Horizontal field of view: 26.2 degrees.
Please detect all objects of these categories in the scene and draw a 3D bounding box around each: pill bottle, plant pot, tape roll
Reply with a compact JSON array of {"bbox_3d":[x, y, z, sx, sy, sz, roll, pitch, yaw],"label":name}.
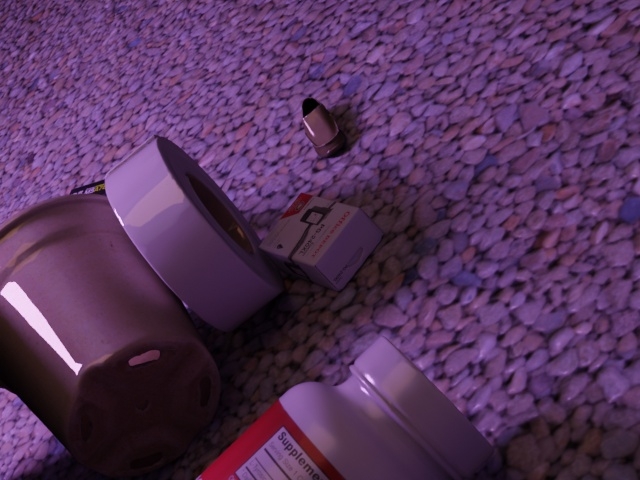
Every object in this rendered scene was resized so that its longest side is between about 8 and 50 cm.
[{"bbox_3d":[-0.020,0.301,1.455,0.407,0.229,0.229,-44,32,-3],"label":"pill bottle"},{"bbox_3d":[-0.300,0.150,1.896,0.334,0.334,0.305,-44,42,-2],"label":"plant pot"},{"bbox_3d":[-0.177,-0.010,1.942,0.100,0.286,0.286,-39,32,8],"label":"tape roll"}]

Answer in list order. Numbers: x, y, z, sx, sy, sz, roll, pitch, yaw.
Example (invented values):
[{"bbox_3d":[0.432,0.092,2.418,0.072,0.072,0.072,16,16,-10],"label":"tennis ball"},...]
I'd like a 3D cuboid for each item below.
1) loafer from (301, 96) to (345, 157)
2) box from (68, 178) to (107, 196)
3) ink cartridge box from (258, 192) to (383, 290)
[{"bbox_3d":[-0.003,-0.180,2.174,0.056,0.050,0.148,-39,32,6],"label":"loafer"},{"bbox_3d":[-0.276,-0.027,2.161,0.184,0.191,0.045,-13,44,40],"label":"box"},{"bbox_3d":[0.000,0.000,1.945,0.109,0.063,0.150,-52,33,-15],"label":"ink cartridge box"}]
